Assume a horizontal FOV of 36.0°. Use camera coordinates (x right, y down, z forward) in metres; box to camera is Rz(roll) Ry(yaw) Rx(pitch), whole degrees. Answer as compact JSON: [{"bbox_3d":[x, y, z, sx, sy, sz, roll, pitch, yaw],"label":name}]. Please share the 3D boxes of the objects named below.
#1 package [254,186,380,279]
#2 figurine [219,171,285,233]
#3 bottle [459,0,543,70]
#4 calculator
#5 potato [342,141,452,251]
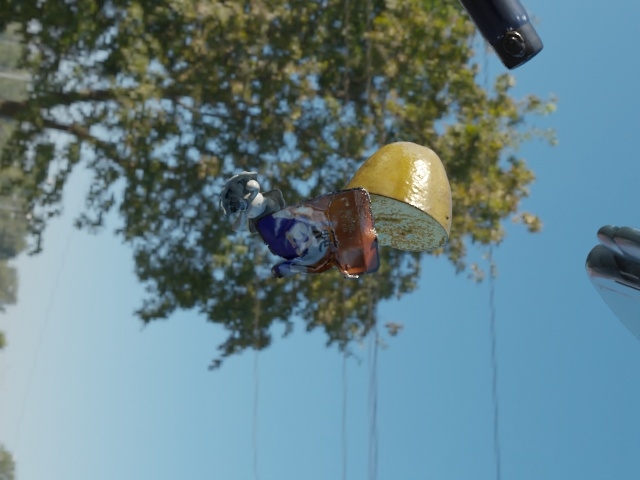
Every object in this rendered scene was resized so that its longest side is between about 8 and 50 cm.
[{"bbox_3d":[-0.001,0.000,0.852,0.033,0.110,0.077,-47,-120,57],"label":"package"},{"bbox_3d":[-0.112,-0.057,1.536,0.082,0.086,0.094,39,-84,38],"label":"figurine"},{"bbox_3d":[0.230,-0.357,1.401,0.072,0.244,0.082,-33,180,20],"label":"bottle"},{"bbox_3d":[0.399,0.082,1.124,0.042,0.302,0.188,-52,-146,-9],"label":"calculator"},{"bbox_3d":[0.139,-0.088,1.636,0.203,0.178,0.158,-8,-128,56],"label":"potato"}]
